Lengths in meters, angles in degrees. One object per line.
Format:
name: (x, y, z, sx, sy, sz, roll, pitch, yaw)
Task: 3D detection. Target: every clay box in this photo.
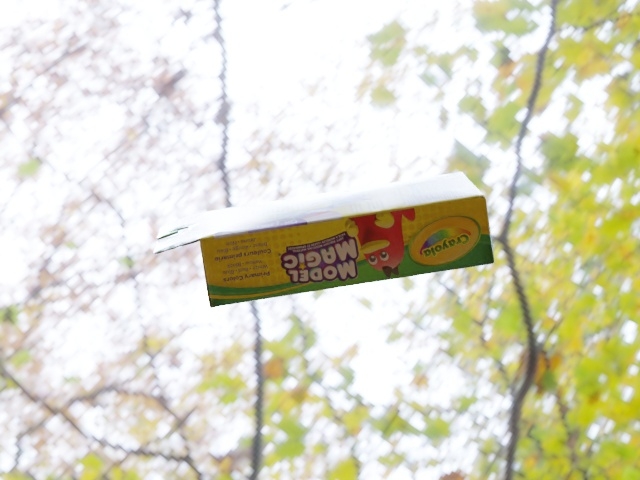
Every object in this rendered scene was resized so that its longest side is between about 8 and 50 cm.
clay box: (0.000, 0.000, 1.187, 0.222, 0.127, 0.053, -10, -81, 0)
